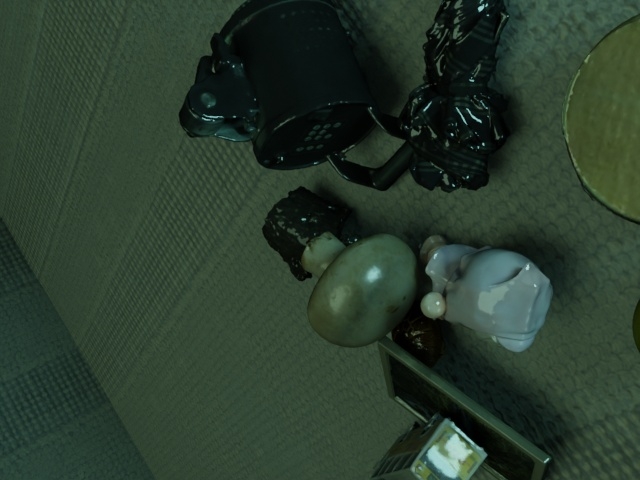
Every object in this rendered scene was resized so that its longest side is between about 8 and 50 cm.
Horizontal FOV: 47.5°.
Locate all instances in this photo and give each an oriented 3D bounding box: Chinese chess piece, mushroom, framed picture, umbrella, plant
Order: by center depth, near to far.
[{"bbox_3d":[0.393,-0.133,0.801,0.249,0.103,0.250,22,119,45],"label":"Chinese chess piece"},{"bbox_3d":[0.201,-0.223,0.973,0.154,0.128,0.337,27,122,20],"label":"umbrella"},{"bbox_3d":[0.052,0.063,1.179,0.204,0.204,0.204,26,128,38],"label":"mushroom"},{"bbox_3d":[0.232,0.304,1.218,0.324,0.020,0.240,35,158,27],"label":"framed picture"},{"bbox_3d":[0.165,0.164,1.252,0.109,0.085,0.126,67,169,-23],"label":"mushroom"},{"bbox_3d":[0.000,0.000,1.314,0.203,0.131,0.142,45,134,9],"label":"plant"}]

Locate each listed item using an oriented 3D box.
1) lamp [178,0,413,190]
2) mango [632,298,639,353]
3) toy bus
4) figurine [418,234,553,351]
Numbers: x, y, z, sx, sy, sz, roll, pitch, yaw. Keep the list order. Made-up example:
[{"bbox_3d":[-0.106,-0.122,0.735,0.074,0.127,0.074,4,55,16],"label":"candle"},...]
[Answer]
[{"bbox_3d":[-0.029,-0.254,1.142,0.205,0.374,0.272,136,136,-57],"label":"lamp"},{"bbox_3d":[0.472,0.063,0.813,0.146,0.129,0.289,57,146,-7],"label":"mango"},{"bbox_3d":[0.179,0.384,1.249,0.097,0.138,0.342,40,158,7],"label":"toy bus"},{"bbox_3d":[0.234,0.067,1.069,0.276,0.200,0.133,-149,62,-68],"label":"figurine"}]
